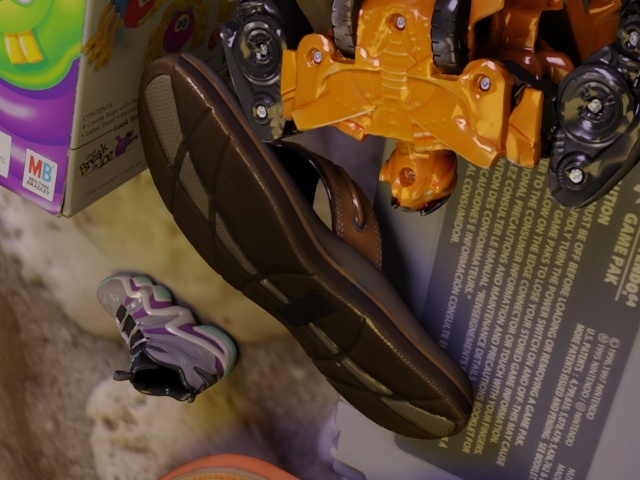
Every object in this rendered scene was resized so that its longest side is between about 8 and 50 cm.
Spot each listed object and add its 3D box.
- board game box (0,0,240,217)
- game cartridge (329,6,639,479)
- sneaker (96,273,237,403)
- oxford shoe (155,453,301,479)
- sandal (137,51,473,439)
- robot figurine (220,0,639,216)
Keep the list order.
[{"bbox_3d":[-0.109,-0.177,0.529,0.142,0.144,0.275,27,126,17],"label":"board game box"},{"bbox_3d":[0.114,0.035,0.566,0.198,0.062,0.297,20,124,16],"label":"game cartridge"},{"bbox_3d":[-0.104,0.060,0.703,0.098,0.069,0.038,28,126,16],"label":"sneaker"},{"bbox_3d":[-0.017,0.206,0.650,0.364,0.132,0.130,-8,131,51],"label":"oxford shoe"},{"bbox_3d":[0.000,0.000,0.551,0.219,0.060,0.090,46,149,-11],"label":"sandal"},{"bbox_3d":[0.052,-0.152,0.429,0.211,0.085,0.291,16,113,33],"label":"robot figurine"}]
